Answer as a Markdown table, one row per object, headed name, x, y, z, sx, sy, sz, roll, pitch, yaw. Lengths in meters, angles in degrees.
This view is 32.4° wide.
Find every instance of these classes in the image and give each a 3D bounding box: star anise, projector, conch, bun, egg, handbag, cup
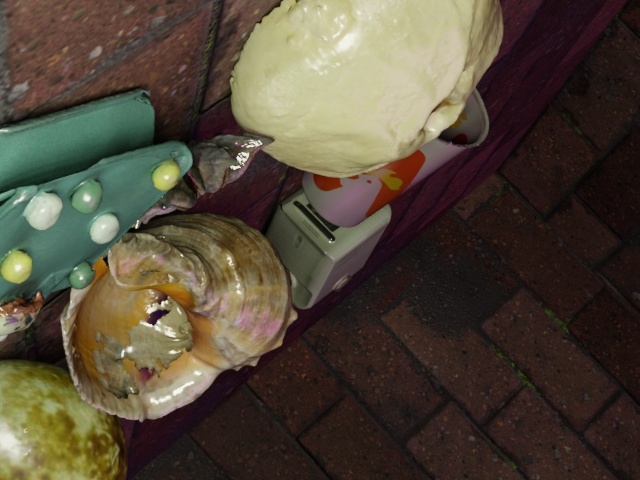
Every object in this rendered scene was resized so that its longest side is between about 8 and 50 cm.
| name | x | y | z | sx | sy | sz | roll | pitch | yaw |
| --- | --- | --- | --- | --- | --- | --- | --- | --- | --- |
| star anise | -0.138 | -0.079 | 1.229 | 0.181 | 0.061 | 0.204 | -21 | -168 | 33 |
| projector | 0.000 | 0.000 | 2.019 | 0.177 | 0.163 | 0.242 | -36 | 166 | -31 |
| conch | -0.210 | 0.078 | 1.419 | 0.352 | 0.210 | 0.297 | 34 | 91 | -41 |
| bun | 0.079 | -0.209 | 1.296 | 0.364 | 0.202 | 0.364 | -41 | 168 | -10 |
| egg | -0.378 | 0.270 | 1.402 | 0.238 | 0.238 | 0.289 | -42 | 140 | -3 |
| handbag | -0.267 | -0.009 | 1.058 | 0.274 | 0.100 | 0.269 | -49 | 170 | 30 |
| cup | 0.104 | -0.149 | 1.760 | 0.203 | 0.203 | 0.288 | -32 | 173 | -48 |

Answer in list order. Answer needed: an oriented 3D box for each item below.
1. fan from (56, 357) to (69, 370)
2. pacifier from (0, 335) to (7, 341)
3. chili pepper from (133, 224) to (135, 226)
| name | x | y | z | sx | sy | sz | roll | pitch | yaw |
| --- | --- | --- | --- | --- | --- | --- | --- | --- | --- |
| fan | -0.258 | 0.171 | 1.598 | 0.329 | 0.009 | 0.191 | -4 | -158 | 34 |
| pacifier | -0.362 | 0.083 | 1.185 | 0.083 | 0.064 | 0.068 | -38 | -173 | -25 |
| chili pepper | -0.188 | -0.065 | 1.339 | 0.208 | 0.043 | 0.049 | -41 | 144 | -41 |
